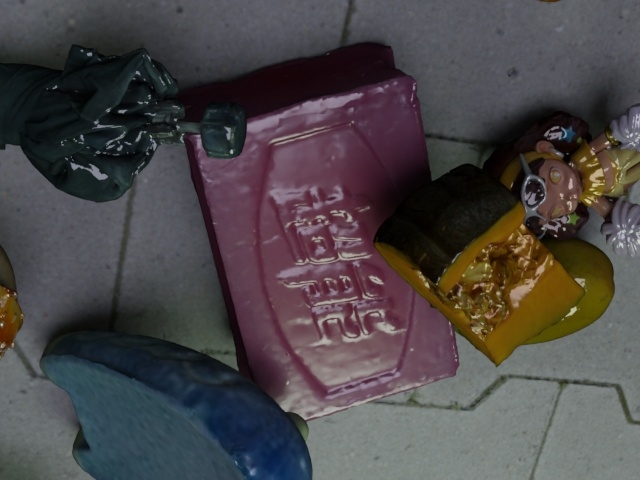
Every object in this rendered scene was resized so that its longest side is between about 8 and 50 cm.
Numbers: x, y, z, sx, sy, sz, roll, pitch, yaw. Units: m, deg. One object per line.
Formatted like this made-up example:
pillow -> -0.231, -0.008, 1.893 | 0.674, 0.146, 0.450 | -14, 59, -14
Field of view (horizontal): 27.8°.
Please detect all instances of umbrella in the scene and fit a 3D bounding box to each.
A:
umbrella -> -0.238, -0.108, 1.164 | 0.348, 0.094, 0.143 | 7, 132, 13

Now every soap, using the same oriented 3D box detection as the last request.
soap -> 0.000, 0.000, 1.324 | 0.232, 0.128, 0.360 | -16, 120, -7

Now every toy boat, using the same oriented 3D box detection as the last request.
toy boat -> -0.139, 0.186, 1.329 | 0.123, 0.329, 0.215 | -37, 125, -40

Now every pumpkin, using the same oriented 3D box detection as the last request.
pumpkin -> 0.148, 0.015, 1.246 | 0.131, 0.126, 0.248 | -48, 143, -7

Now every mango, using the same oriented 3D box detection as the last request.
mango -> 0.226, 0.058, 1.420 | 0.194, 0.092, 0.130 | -7, 133, -1

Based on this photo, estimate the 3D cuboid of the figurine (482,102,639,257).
figurine -> 0.283, -0.072, 1.354 | 0.240, 0.116, 0.175 | -13, 122, -12

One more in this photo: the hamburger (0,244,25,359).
hamburger -> -0.396, 0.054, 1.230 | 0.236, 0.147, 0.237 | 6, 142, 5

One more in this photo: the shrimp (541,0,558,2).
shrimp -> 0.233, -0.297, 1.275 | 0.091, 0.025, 0.127 | -25, 124, 1
